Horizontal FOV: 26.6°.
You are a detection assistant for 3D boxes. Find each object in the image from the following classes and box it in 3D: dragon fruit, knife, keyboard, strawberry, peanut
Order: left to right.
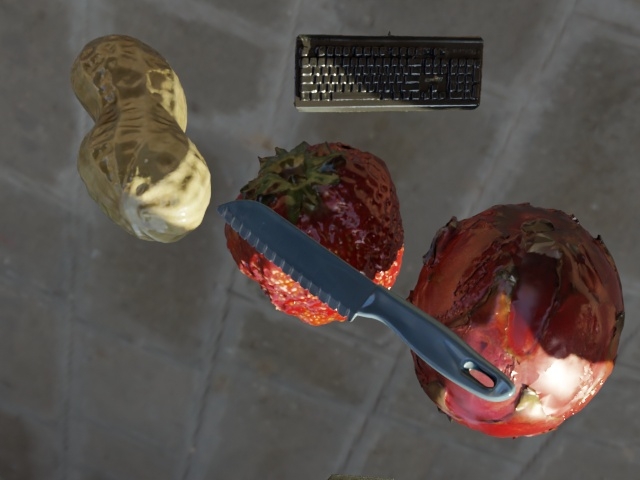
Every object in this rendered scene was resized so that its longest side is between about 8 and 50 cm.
[{"bbox_3d":[-0.208,-0.120,1.501,0.136,0.298,0.120,-2,140,-20],"label":"peanut"},{"bbox_3d":[0.000,0.000,1.930,0.257,0.257,0.277,-1,123,33],"label":"strawberry"},{"bbox_3d":[0.031,0.047,1.134,0.313,0.044,0.019,35,176,24],"label":"knife"},{"bbox_3d":[0.080,-0.195,1.565,0.230,0.093,0.025,-3,-168,-15],"label":"keyboard"},{"bbox_3d":[0.253,0.100,1.766,0.296,0.295,0.301,13,119,16],"label":"dragon fruit"}]

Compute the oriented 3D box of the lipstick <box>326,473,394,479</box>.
[{"bbox_3d":[0.068,0.219,1.136,0.129,0.030,0.030,2,98,16],"label":"lipstick"}]
